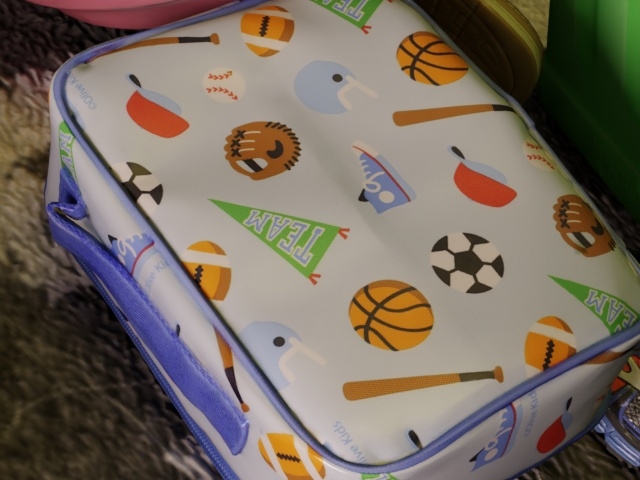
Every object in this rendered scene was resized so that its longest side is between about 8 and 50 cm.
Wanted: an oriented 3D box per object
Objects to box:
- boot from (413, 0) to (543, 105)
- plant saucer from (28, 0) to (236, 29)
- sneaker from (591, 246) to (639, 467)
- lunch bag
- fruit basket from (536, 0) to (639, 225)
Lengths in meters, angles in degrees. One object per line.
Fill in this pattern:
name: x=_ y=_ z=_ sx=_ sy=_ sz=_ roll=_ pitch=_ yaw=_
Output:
boot: x=0.071 y=-0.204 z=1.026 sx=0.262 sy=0.095 sz=0.203 roll=31 pitch=38 yaw=14
plant saucer: x=-0.068 y=-0.235 z=0.885 sx=0.332 sy=0.084 sz=0.332 roll=-13 pitch=40 yaw=11
sneaker: x=0.175 y=0.056 z=0.805 sx=0.221 sy=0.087 sz=0.083 roll=39 pitch=42 yaw=14
lunch bag: x=0.000 y=0.000 z=0.738 sx=0.243 sy=0.115 sz=0.303 roll=-25 pitch=60 yaw=-27
fruit basket: x=0.325 y=-0.056 z=0.914 sx=0.283 sy=0.392 sz=0.392 roll=-21 pitch=51 yaw=-1
